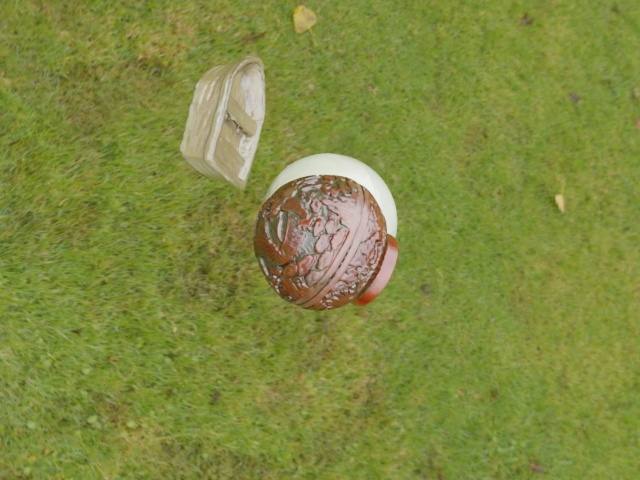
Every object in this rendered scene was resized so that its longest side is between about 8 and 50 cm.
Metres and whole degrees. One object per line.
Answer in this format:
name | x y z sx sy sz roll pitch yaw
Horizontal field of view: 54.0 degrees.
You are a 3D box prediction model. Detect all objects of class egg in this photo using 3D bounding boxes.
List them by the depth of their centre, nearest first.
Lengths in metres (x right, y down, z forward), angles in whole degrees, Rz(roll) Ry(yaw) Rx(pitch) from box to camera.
egg | 0.027 -0.037 1.358 0.345 0.283 0.283 38 64 -66

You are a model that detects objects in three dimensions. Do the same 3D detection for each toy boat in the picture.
toy boat | -0.132 -0.178 0.894 0.116 0.061 0.188 43 57 -63

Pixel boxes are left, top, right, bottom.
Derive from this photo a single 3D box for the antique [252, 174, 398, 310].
antique | 0.000 0.000 0.447 0.104 0.104 0.104 2 87 -32
